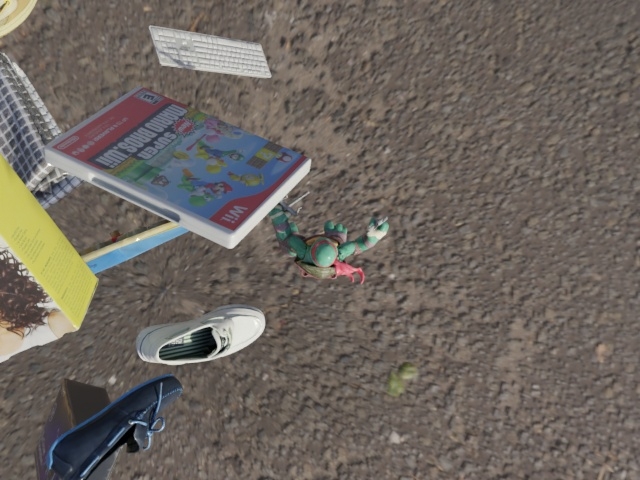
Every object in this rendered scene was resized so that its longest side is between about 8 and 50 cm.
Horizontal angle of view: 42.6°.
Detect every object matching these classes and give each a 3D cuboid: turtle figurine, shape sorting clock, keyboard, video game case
[{"bbox_3d":[0.000,0.000,1.232,0.175,0.234,0.118,16,88,-7],"label":"turtle figurine"},{"bbox_3d":[-0.261,0.006,1.076,0.206,0.206,0.040,-25,96,-11],"label":"shape sorting clock"},{"bbox_3d":[-0.188,-0.329,1.442,0.256,0.014,0.072,-5,77,-48],"label":"keyboard"},{"bbox_3d":[-0.183,-0.106,1.077,0.285,0.025,0.204,25,42,15],"label":"video game case"}]

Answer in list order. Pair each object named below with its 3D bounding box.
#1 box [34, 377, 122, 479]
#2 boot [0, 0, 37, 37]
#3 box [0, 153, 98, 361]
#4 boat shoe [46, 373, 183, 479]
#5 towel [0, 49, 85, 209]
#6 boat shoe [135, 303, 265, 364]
[{"bbox_3d":[-0.492,0.418,1.656,0.103,0.261,0.184,24,93,-26],"label":"box"},{"bbox_3d":[-0.442,-0.340,1.009,0.095,0.203,0.262,27,59,7],"label":"boot"},{"bbox_3d":[-0.229,-0.034,0.465,0.087,0.058,0.232,-23,118,15],"label":"box"},{"bbox_3d":[-0.324,0.321,1.360,0.089,0.109,0.258,42,53,19],"label":"boat shoe"},{"bbox_3d":[-0.583,-0.162,1.441,0.235,0.121,0.284,-33,77,0],"label":"towel"},{"bbox_3d":[-0.175,0.160,1.298,0.226,0.075,0.083,-14,109,-34],"label":"boat shoe"}]
